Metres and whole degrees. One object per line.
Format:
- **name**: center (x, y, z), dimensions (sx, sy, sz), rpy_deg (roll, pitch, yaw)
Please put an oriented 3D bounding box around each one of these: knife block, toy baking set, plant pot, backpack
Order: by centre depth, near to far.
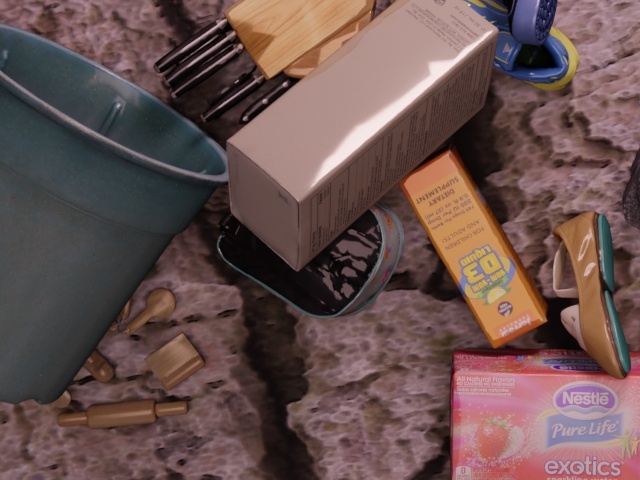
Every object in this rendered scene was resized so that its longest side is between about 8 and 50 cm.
- **plant pot**: center (-0.324, -0.020, 1.859), dimensions (0.341, 0.341, 0.334), rpy_deg (32, 103, -1)
- **backpack**: center (0.000, 0.000, 1.919), dimensions (0.188, 0.144, 0.166), rpy_deg (35, 97, 25)
- **knife block**: center (-0.057, -0.263, 1.923), dimensions (0.242, 0.088, 0.276), rpy_deg (11, 99, 2)
- **toy baking set**: center (-0.270, 0.135, 2.025), dimensions (0.256, 0.030, 0.197), rpy_deg (-11, 94, 6)

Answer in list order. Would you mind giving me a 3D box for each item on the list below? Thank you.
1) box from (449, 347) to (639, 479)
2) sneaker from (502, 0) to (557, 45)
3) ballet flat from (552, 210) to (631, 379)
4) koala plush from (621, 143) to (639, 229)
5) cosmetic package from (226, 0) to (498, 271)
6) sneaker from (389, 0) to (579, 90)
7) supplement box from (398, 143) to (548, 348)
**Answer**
- **box**: center (0.299, 0.209, 1.929), dimensions (0.300, 0.154, 0.142), rpy_deg (1, 98, 5)
- **sneaker**: center (0.219, -0.303, 1.852), dimensions (0.090, 0.232, 0.081), rpy_deg (3, 137, 15)
- **ballet flat**: center (0.306, 0.069, 1.899), dimensions (0.073, 0.232, 0.080), rpy_deg (-16, 136, 18)
- **koala plush**: center (0.474, -0.072, 1.871), dimensions (0.221, 0.196, 0.203), rpy_deg (23, 110, 0)
- **cosmetic package**: center (0.047, -0.128, 1.810), dimensions (0.309, 0.160, 0.113), rpy_deg (-40, 69, -22)
- **sneaker**: center (0.188, -0.247, 1.888), dimensions (0.240, 0.126, 0.091), rpy_deg (25, 99, 0)
- **supplement box**: center (0.180, 0.007, 1.949), dimensions (0.078, 0.080, 0.233), rpy_deg (-30, 97, 10)
